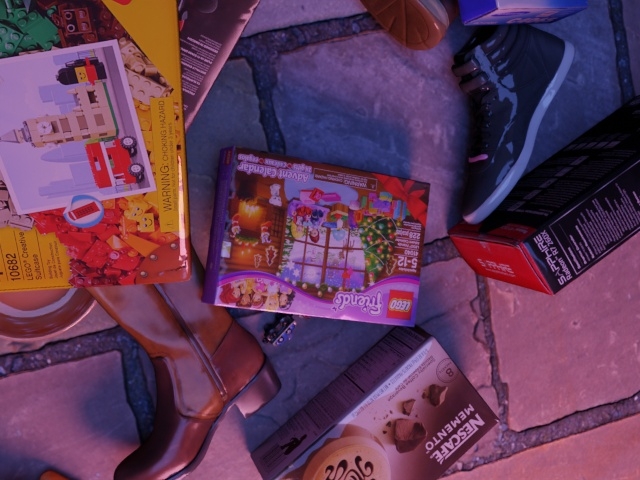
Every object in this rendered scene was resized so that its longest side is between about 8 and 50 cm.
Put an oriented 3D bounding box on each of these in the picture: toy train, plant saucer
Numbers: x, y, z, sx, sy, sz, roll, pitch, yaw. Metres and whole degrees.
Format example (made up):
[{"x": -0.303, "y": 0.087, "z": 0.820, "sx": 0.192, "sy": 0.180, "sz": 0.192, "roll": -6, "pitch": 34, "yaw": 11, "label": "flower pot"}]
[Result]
[{"x": -0.019, "y": 0.088, "z": 1.266, "sx": 0.158, "sy": 0.027, "sz": 0.036, "roll": -45, "pitch": 118, "yaw": -7, "label": "toy train"}, {"x": -0.368, "y": 0.025, "z": 1.149, "sx": 0.200, "sy": 0.037, "sz": 0.200, "roll": -2, "pitch": 98, "yaw": -17, "label": "plant saucer"}]

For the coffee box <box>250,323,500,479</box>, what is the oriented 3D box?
[{"x": 0.075, "y": 0.273, "z": 1.268, "sx": 0.297, "sy": 0.119, "sz": 0.168, "roll": -40, "pitch": 105, "yaw": -7, "label": "coffee box"}]

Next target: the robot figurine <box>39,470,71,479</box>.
[{"x": -0.351, "y": 0.390, "z": 1.155, "sx": 0.219, "sy": 0.128, "sz": 0.158, "roll": 29, "pitch": 90, "yaw": -17, "label": "robot figurine"}]

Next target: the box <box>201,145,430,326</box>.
[{"x": 0.000, "y": 0.000, "z": 1.206, "sx": 0.293, "sy": 0.057, "sz": 0.201, "roll": 8, "pitch": 87, "yaw": -26, "label": "box"}]

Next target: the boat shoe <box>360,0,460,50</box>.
[{"x": 0.066, "y": -0.410, "z": 1.184, "sx": 0.342, "sy": 0.123, "sz": 0.123, "roll": 46, "pitch": 67, "yaw": -14, "label": "boat shoe"}]

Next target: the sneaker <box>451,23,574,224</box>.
[{"x": 0.226, "y": -0.177, "z": 1.265, "sx": 0.147, "sy": 0.104, "sz": 0.296, "roll": 27, "pitch": 83, "yaw": -16, "label": "sneaker"}]

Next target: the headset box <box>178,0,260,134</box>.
[{"x": -0.206, "y": -0.268, "z": 1.063, "sx": 0.218, "sy": 0.110, "sz": 0.293, "roll": 25, "pitch": 123, "yaw": -19, "label": "headset box"}]

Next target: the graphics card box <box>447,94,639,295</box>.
[{"x": 0.379, "y": -0.075, "z": 1.251, "sx": 0.371, "sy": 0.233, "sz": 0.094, "roll": -36, "pitch": 102, "yaw": -10, "label": "graphics card box"}]

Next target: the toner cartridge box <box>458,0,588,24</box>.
[{"x": 0.240, "y": -0.461, "z": 1.189, "sx": 0.165, "sy": 0.075, "sz": 0.348, "roll": -10, "pitch": 90, "yaw": -30, "label": "toner cartridge box"}]

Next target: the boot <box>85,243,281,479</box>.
[{"x": -0.215, "y": 0.155, "z": 1.166, "sx": 0.264, "sy": 0.096, "sz": 0.280, "roll": -36, "pitch": 111, "yaw": -10, "label": "boot"}]

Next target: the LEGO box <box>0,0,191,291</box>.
[{"x": -0.324, "y": -0.198, "z": 0.897, "sx": 0.372, "sy": 0.193, "sz": 0.500, "roll": -4, "pitch": 127, "yaw": -8, "label": "LEGO box"}]
